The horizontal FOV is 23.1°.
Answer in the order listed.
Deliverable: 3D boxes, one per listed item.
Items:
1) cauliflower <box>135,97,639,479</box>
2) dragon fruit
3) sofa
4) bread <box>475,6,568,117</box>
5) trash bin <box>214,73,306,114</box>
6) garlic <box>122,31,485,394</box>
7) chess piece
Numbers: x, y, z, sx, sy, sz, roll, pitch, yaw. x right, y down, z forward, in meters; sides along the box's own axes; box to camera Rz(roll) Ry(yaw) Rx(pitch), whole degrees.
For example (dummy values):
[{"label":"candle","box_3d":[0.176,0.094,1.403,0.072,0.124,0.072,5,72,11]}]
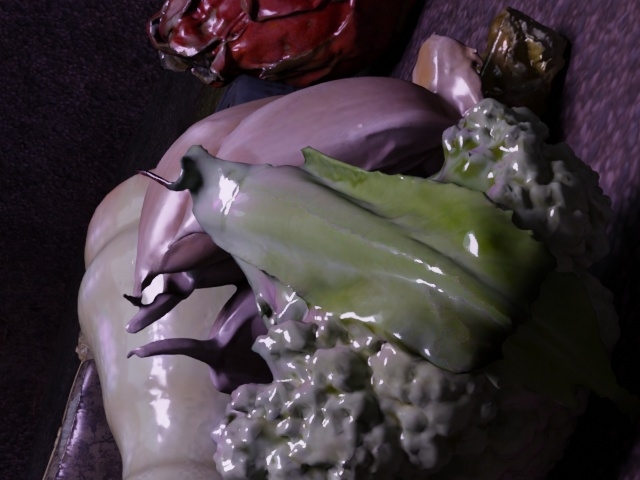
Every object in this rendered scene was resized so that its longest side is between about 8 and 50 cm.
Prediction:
[{"label":"cauliflower","box_3d":[0.030,0.031,0.860,0.315,0.239,0.256,35,110,30]},{"label":"dragon fruit","box_3d":[-0.036,-0.256,1.506,0.299,0.244,0.244,-33,6,-15]},{"label":"sofa","box_3d":[-0.153,0.198,1.469,0.182,0.200,0.258,138,150,-67]},{"label":"bread","box_3d":[0.128,-0.101,1.084,0.066,0.060,0.110,38,111,43]},{"label":"trash bin","box_3d":[-0.026,-0.071,1.428,0.175,0.161,0.175,-160,90,-78]},{"label":"garlic","box_3d":[0.000,0.000,1.043,0.292,0.210,0.237,-30,-4,-5]},{"label":"chess piece","box_3d":[-0.097,0.176,1.252,0.234,0.234,0.442,125,153,-47]}]
